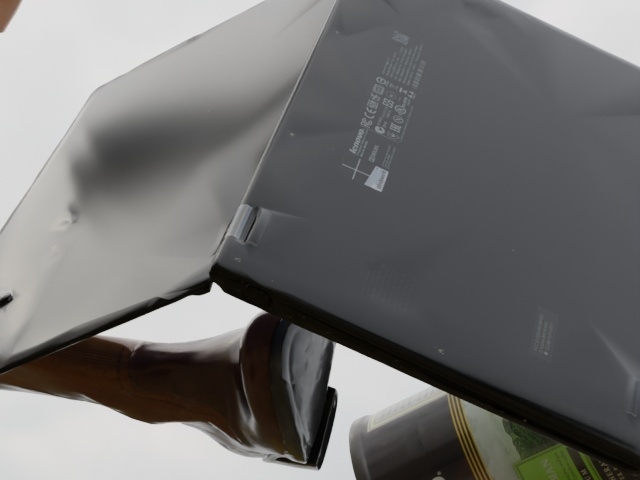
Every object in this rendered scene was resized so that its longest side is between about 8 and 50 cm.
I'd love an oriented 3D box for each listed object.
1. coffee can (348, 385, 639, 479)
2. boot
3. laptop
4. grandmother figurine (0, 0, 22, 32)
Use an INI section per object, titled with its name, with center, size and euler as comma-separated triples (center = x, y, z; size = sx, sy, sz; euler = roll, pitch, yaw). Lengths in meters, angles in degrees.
[coffee can]
center = 0.195, 0.215, 1.608
size = 0.275, 0.201, 0.201
euler = -28, -56, 14
[boot]
center = -0.130, 0.078, 1.111
size = 0.280, 0.096, 0.264
euler = 13, -11, 6
[laptop]
center = 0.000, 0.000, 1.048
size = 0.407, 0.382, 0.236
euler = 24, -49, -3
[grandmother figurine]
center = -0.211, -0.314, 1.296
size = 0.104, 0.342, 0.208
euler = 29, 14, -46
